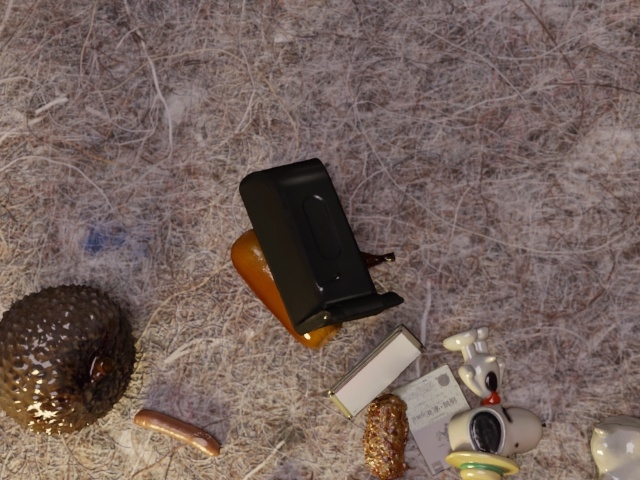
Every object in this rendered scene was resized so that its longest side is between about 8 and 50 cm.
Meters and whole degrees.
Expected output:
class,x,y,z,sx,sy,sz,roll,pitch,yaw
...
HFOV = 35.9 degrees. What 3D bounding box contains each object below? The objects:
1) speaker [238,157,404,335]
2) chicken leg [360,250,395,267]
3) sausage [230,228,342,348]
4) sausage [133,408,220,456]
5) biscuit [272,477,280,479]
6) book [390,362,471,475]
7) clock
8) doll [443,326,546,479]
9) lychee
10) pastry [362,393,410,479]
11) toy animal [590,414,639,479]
class,x,y,z,sx,sy,sz,roll,pitch,yaw
speaker,0.000,0.000,1.833,0.180,0.184,0.388,-14,66,-21
chicken leg,0.074,0.030,1.954,0.145,0.037,0.062,20,73,12
sausage,-0.070,0.092,1.931,0.105,0.105,0.274,-42,79,1
sausage,-0.282,0.378,1.955,0.186,0.043,0.043,20,86,11
biscuit,-0.130,0.584,1.912,0.237,0.026,0.131,-42,77,2
book,0.230,0.343,1.895,0.127,0.014,0.182,-27,79,4
clock,0.107,0.245,1.860,0.192,0.147,0.071,-43,83,2
doll,0.288,0.309,1.828,0.208,0.144,0.271,-27,83,-32
lychee,-0.498,0.223,1.900,0.300,0.300,0.300,-1,82,8
pastry,0.121,0.378,1.877,0.087,0.063,0.169,-2,86,18
toy animal,0.552,0.458,1.769,0.140,0.138,0.283,2,84,4
